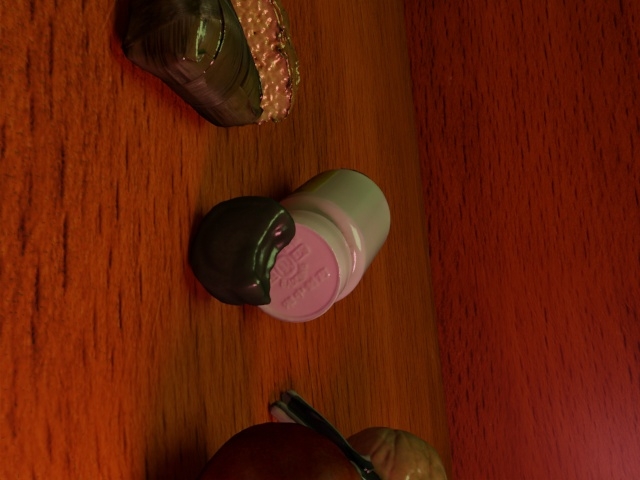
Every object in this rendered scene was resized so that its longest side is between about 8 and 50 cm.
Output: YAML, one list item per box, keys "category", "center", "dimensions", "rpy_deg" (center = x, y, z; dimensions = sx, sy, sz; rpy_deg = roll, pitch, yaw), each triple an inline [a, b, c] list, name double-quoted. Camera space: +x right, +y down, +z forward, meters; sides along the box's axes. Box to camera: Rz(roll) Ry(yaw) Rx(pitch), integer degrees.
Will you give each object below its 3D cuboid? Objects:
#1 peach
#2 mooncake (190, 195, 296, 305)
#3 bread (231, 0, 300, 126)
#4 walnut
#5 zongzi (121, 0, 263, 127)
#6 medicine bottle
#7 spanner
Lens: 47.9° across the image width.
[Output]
- category: "peach"
  center: [-0.058, 0.395, 0.938]
  dimensions: [0.333, 0.307, 0.308]
  rpy_deg: [-82, 155, -45]
- category: "mooncake"
  center: [-0.112, 0.017, 1.120]
  dimensions: [0.168, 0.175, 0.104]
  rpy_deg: [43, -5, 39]
- category: "bread"
  center: [-0.122, -0.342, 1.270]
  dimensions: [0.147, 0.160, 0.261]
  rpy_deg: [-76, 149, -64]
- category: "walnut"
  center: [0.127, 0.540, 1.447]
  dimensions: [0.251, 0.277, 0.313]
  rpy_deg: [27, 55, -21]
- category: "zongzi"
  center: [-0.183, -0.353, 1.121]
  dimensions: [0.286, 0.138, 0.300]
  rpy_deg: [36, 47, -68]
- category: "medicine bottle"
  center: [0.000, 0.000, 1.373]
  dimensions: [0.379, 0.213, 0.214]
  rpy_deg: [-48, 127, -67]
- category: "spanner"
  center: [0.042, 0.397, 1.309]
  dimensions: [0.325, 0.040, 0.095]
  rpy_deg: [41, 21, 8]
